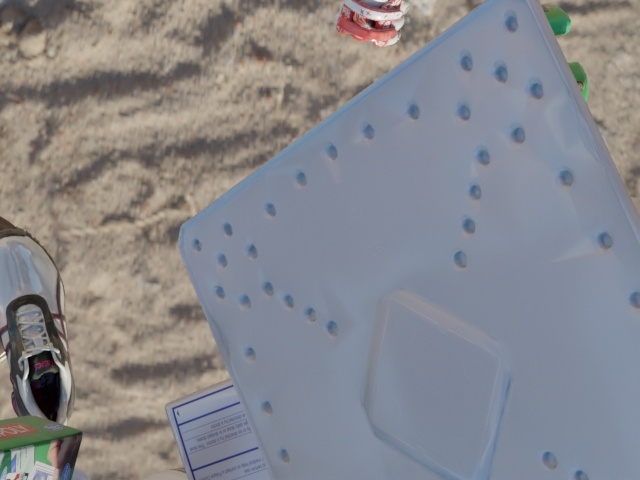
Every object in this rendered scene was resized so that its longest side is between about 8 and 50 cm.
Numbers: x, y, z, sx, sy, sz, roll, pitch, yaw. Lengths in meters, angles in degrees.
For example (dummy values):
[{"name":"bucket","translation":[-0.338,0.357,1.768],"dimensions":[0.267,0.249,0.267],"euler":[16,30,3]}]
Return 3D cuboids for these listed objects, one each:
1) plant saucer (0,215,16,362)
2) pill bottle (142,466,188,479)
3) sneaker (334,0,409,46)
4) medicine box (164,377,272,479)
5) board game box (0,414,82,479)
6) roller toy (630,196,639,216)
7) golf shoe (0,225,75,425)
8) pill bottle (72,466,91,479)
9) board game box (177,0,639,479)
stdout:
[{"name":"plant saucer","translation":[-0.530,0.079,1.834],"dimensions":[0.277,0.041,0.278],"euler":[-5,116,-11]},{"name":"pill bottle","translation":[-0.202,0.450,2.074],"dimensions":[0.176,0.176,0.318],"euler":[-40,159,26]},{"name":"sneaker","translation":[0.074,-0.295,1.440],"dimensions":[0.090,0.270,0.145],"euler":[19,93,1]},{"name":"medicine box","translation":[-0.017,0.294,1.641],"dimensions":[0.263,0.149,0.289],"euler":[-23,83,25]},{"name":"board game box","translation":[-0.247,0.271,0.778],"dimensions":[0.046,0.213,0.317],"euler":[15,91,18]},{"name":"roller toy","translation":[0.216,0.056,1.075],"dimensions":[0.191,0.146,0.209],"euler":[12,93,-32]},{"name":"golf shoe","translation":[-0.364,0.117,1.657],"dimensions":[0.105,0.120,0.273],"euler":[-17,106,-19]},{"name":"pill bottle","translation":[-0.249,0.238,1.193],"dimensions":[0.043,0.043,0.083],"euler":[37,139,-26]},{"name":"board game box","translation":[0.089,0.094,0.861],"dimensions":[0.050,0.390,0.390],"euler":[-15,168,-43]}]
